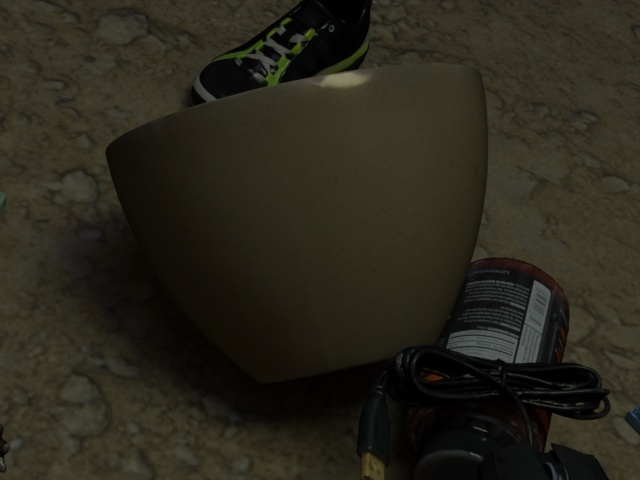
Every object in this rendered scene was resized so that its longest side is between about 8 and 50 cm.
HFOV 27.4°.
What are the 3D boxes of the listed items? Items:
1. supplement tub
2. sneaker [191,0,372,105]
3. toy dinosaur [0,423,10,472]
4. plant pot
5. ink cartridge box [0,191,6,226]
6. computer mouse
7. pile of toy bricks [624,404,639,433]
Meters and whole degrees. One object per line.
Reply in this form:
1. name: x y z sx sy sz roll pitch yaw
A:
1. supplement tub: 0.124 0.111 0.987 0.106 0.106 0.198 21 44 2
2. sneaker: -0.032 -0.189 1.241 0.084 0.097 0.234 36 45 18
3. toy dinosaur: -0.298 0.120 0.800 0.160 0.121 0.314 1 53 -44
4. plant pot: 0.000 0.000 0.971 0.284 0.284 0.191 -10 86 -28
5. ink cartridge box: -0.364 0.009 0.954 0.181 0.056 0.225 24 41 6
6. computer mouse: 0.115 0.168 0.825 0.184 0.060 0.262 10 51 -9
7. pile of toy bricks: 0.348 0.106 1.069 0.212 0.105 0.118 -19 55 -34
